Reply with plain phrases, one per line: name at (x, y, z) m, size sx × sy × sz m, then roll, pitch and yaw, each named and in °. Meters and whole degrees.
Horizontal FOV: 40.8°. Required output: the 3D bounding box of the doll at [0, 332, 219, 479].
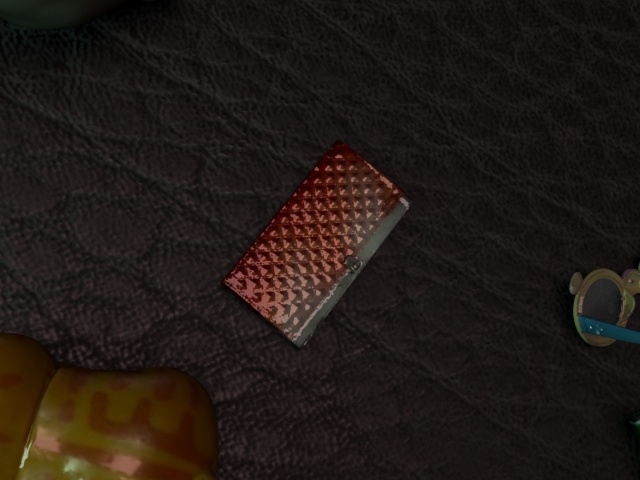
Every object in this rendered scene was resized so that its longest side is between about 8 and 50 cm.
doll at (-0.210, 0.164, 0.683) m, size 0.270 × 0.162 × 0.166 m, roll 14°, pitch 74°, yaw -9°

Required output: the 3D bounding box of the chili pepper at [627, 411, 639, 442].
chili pepper at (0.417, 0.285, 0.867) m, size 0.136 × 0.099 × 0.270 m, roll -9°, pitch 73°, yaw -42°

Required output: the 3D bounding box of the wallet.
wallet at (0.000, 0.000, 0.849) m, size 0.103 × 0.020 × 0.196 m, roll 40°, pitch 71°, yaw -5°

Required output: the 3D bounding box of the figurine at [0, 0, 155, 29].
figurine at (-0.304, -0.308, 0.737) m, size 0.381 × 0.248 × 0.203 m, roll 19°, pitch 79°, yaw 2°

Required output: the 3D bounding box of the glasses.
glasses at (0.383, 0.085, 0.858) m, size 0.190 × 0.220 × 0.088 m, roll -22°, pitch 124°, yaw -20°
